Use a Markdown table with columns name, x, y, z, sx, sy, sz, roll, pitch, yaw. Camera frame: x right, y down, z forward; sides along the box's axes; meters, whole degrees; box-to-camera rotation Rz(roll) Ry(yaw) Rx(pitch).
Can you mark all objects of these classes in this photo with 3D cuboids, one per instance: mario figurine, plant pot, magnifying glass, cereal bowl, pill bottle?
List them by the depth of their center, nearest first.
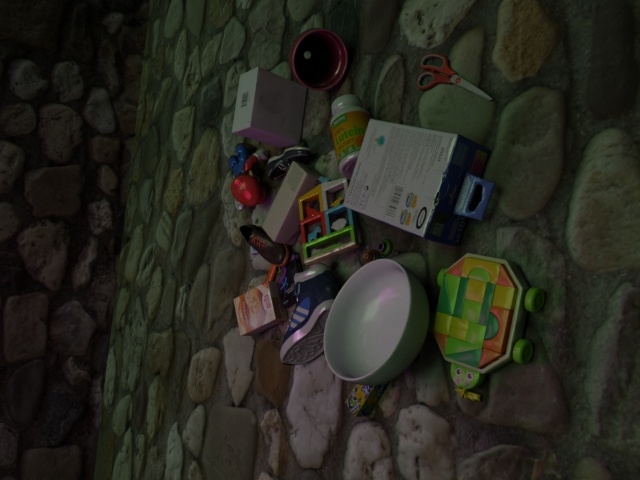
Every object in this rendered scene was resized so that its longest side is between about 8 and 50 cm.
| name | x | y | z | sx | sy | sz | roll | pitch | yaw |
| --- | --- | --- | --- | --- | --- | --- | --- | --- | --- |
| cereal bowl | 0.164 | 0.228 | 1.457 | 0.339 | 0.141 | 0.339 | -39 | 34 | 33 |
| pill bottle | 0.104 | -0.327 | 1.709 | 0.136 | 0.136 | 0.246 | -35 | 55 | 40 |
| plant pot | -0.025 | -0.635 | 1.920 | 0.202 | 0.201 | 0.180 | -66 | 25 | 14 |
| magnifying glass | -0.200 | 0.188 | 2.035 | 0.092 | 0.026 | 0.231 | 31 | 107 | 49 |
| mario figurine | -0.276 | -0.243 | 2.193 | 0.321 | 0.169 | 0.198 | -108 | 11 | -45 |

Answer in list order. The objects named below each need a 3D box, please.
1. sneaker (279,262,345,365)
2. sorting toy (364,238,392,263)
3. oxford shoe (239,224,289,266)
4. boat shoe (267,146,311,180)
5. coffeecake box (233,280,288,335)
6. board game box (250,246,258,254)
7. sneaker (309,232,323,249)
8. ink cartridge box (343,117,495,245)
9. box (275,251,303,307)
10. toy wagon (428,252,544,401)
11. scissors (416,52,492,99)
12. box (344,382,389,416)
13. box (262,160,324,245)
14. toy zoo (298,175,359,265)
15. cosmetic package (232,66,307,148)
| name | x | y | z | sx | sy | sz | roll | pitch | yaw |
| --- | --- | --- | --- | --- | --- | --- | --- | --- | --- |
| sneaker | -0.042 | 0.222 | 1.770 | 0.323 | 0.130 | 0.236 | -55 | 34 | 32 |
| sorting toy | 0.164 | 0.037 | 1.617 | 0.102 | 0.042 | 0.061 | -46 | 49 | 33 |
| oxford shoe | -0.209 | 0.017 | 1.994 | 0.271 | 0.098 | 0.097 | 33 | 100 | 48 |
| boat shoe | -0.118 | -0.277 | 1.997 | 0.254 | 0.095 | 0.079 | -11 | 70 | 50 |
| coffeecake box | -0.216 | 0.246 | 1.971 | 0.185 | 0.068 | 0.143 | -29 | 64 | 33 |
| board game box | -0.238 | 0.004 | 2.128 | 0.090 | 0.020 | 0.090 | -17 | 67 | 48 |
| sneaker | 0.000 | 0.000 | 1.827 | 0.135 | 0.052 | 0.058 | -10 | 86 | 52 |
| ink cartridge box | 0.264 | -0.153 | 1.461 | 0.395 | 0.151 | 0.270 | 27 | 102 | 52 |
| box | -0.103 | 0.138 | 1.923 | 0.116 | 0.029 | 0.162 | -40 | 53 | 37 |
| toy wagon | 0.372 | 0.209 | 1.302 | 0.267 | 0.068 | 0.345 | 12 | 90 | 51 |
| scissors | 0.371 | -0.454 | 1.511 | 0.297 | 0.021 | 0.109 | 31 | 103 | 51 |
| box | 0.139 | 0.412 | 1.541 | 0.059 | 0.054 | 0.169 | 48 | 117 | 46 |
| box | -0.095 | -0.129 | 1.932 | 0.113 | 0.094 | 0.275 | 48 | 118 | 45 |
| toy zoo | 0.021 | -0.080 | 1.772 | 0.192 | 0.030 | 0.294 | -22 | 57 | 25 |
| cosmetic package | -0.186 | -0.483 | 2.030 | 0.138 | 0.224 | 0.224 | -1 | 80 | 53 |
